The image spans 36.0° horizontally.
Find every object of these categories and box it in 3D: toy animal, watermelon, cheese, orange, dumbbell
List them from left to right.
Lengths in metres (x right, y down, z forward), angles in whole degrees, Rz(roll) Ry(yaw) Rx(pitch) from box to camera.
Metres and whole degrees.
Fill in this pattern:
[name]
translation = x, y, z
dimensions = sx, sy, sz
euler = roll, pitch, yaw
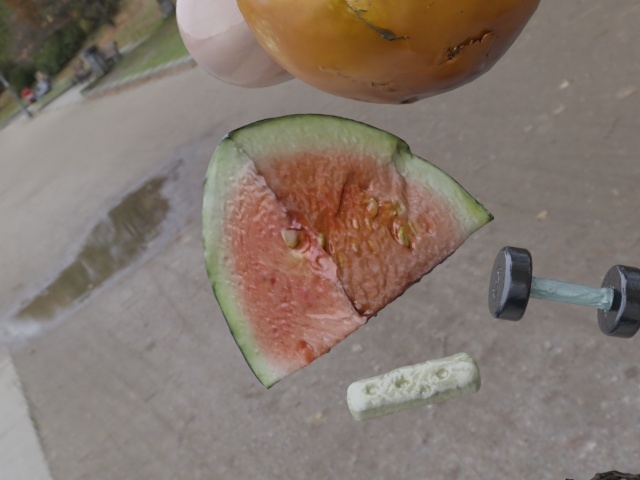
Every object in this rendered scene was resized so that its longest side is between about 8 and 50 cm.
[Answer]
[toy animal]
translation = -0.014, -0.277, 1.054
dimensions = 0.326, 0.237, 0.269
euler = -24, 12, 17
[watermelon]
translation = -0.004, -0.007, 0.635
dimensions = 0.193, 0.145, 0.137
euler = -39, -1, 4
[orange]
translation = 0.050, -0.223, 0.720
dimensions = 0.246, 0.246, 0.246
euler = -32, 17, 11
[cheese]
translation = 0.132, 0.208, 1.402
dimensions = 0.194, 0.043, 0.065
euler = -17, 45, 7
[dumbbell]
translation = 0.328, 0.069, 1.312
dimensions = 0.191, 0.100, 0.100
euler = 10, 21, -3

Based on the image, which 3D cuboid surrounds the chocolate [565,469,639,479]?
[chocolate]
translation = 0.351, 0.353, 1.139
dimensions = 0.206, 0.224, 0.177
euler = -15, 6, 2
